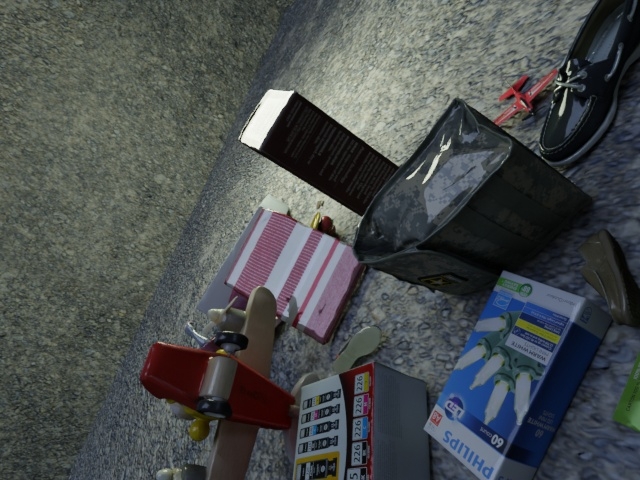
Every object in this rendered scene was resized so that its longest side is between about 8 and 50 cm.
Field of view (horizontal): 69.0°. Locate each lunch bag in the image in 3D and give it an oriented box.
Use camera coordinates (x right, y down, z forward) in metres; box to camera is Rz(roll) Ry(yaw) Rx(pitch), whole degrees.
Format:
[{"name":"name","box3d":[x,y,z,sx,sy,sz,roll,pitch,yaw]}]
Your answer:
[{"name":"lunch bag","box3d":[0.218,-0.029,0.723,0.287,0.235,0.169,-52,40,24]}]

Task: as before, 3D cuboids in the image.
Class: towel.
[{"name":"towel","box3d":[-0.066,0.076,1.150,0.329,0.037,0.237,25,85,28]}]

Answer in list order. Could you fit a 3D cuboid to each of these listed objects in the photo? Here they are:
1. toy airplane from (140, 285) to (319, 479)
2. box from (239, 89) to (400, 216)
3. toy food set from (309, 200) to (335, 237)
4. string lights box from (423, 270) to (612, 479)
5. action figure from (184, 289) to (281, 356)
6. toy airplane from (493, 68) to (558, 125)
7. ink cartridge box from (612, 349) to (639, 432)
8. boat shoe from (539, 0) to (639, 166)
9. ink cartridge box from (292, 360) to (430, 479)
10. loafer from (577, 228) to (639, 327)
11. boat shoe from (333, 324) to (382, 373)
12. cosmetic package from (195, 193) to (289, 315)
[{"name":"toy airplane","box3d":[-0.177,0.322,0.944,0.272,0.384,0.386,-11,9,30]},{"name":"box","box3d":[0.032,-0.165,1.018,0.143,0.381,0.191,-57,28,3]},{"name":"toy food set","box3d":[0.000,0.000,1.245,0.128,0.071,0.218,165,124,-81]},{"name":"string lights box","box3d":[0.263,0.186,0.636,0.259,0.077,0.133,-63,29,-2]},{"name":"action figure","box3d":[-0.205,0.285,1.279,0.276,0.248,0.370,6,69,29]},{"name":"toy airplane","box3d":[0.385,-0.277,0.903,0.151,0.028,0.151,-39,35,34]},{"name":"ink cartridge box","box3d":[0.406,0.132,0.423,0.255,0.097,0.189,16,79,61]},{"name":"boat shoe","box3d":[0.429,-0.268,0.753,0.302,0.091,0.114,-63,28,-3]},{"name":"ink cartridge box","box3d":[0.039,0.396,0.767,0.272,0.130,0.309,-35,38,42]},{"name":"loafer","box3d":[0.373,0.052,0.603,0.050,0.056,0.148,-36,27,40]},{"name":"boat shoe","box3d":[0.078,0.220,0.955,0.137,0.049,0.043,-51,-10,21]},{"name":"cosmetic package","box3d":[-0.242,0.044,1.506,0.377,0.097,0.284,-56,5,10]}]
